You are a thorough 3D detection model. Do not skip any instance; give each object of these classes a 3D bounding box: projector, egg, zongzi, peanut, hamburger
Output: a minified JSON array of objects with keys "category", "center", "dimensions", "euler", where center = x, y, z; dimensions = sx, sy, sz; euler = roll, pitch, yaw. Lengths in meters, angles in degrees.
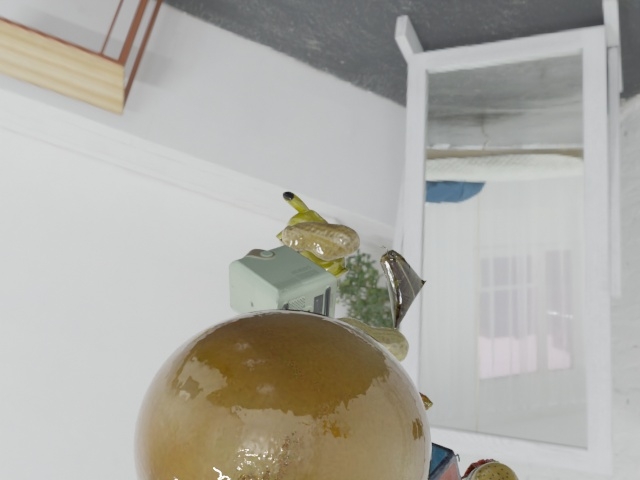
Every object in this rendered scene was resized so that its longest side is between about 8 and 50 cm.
[{"category":"projector","center":[-0.099,0.120,1.405],"dimensions":[0.177,0.164,0.242],"euler":[-18,-149,-37]},{"category":"egg","center":[-0.032,0.215,0.629],"dimensions":[0.282,0.283,0.351],"euler":[-4,156,33]},{"category":"zongzi","center":[0.215,0.138,1.746],"dimensions":[0.187,0.184,0.084],"euler":[47,152,-26]},{"category":"peanut","center":[0.113,0.280,1.587],"dimensions":[0.256,0.124,0.123],"euler":[13,159,-4]},{"category":"peanut","center":[0.000,0.000,1.665],"dimensions":[0.225,0.108,0.095],"euler":[9,175,5]},{"category":"hamburger","center":[0.466,0.679,1.588],"dimensions":[0.175,0.175,0.137],"euler":[7,157,9]}]

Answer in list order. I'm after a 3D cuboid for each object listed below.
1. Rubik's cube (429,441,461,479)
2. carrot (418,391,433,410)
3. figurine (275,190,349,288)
[{"category":"Rubik's cube","center":[0.120,0.676,1.373],"dimensions":[0.363,0.358,0.362],"euler":[2,119,48]},{"category":"carrot","center":[0.097,0.312,1.242],"dimensions":[0.314,0.066,0.066],"euler":[6,161,41]},{"category":"figurine","center":[-0.035,0.022,1.922],"dimensions":[0.169,0.327,0.218],"euler":[-8,150,-24]}]
